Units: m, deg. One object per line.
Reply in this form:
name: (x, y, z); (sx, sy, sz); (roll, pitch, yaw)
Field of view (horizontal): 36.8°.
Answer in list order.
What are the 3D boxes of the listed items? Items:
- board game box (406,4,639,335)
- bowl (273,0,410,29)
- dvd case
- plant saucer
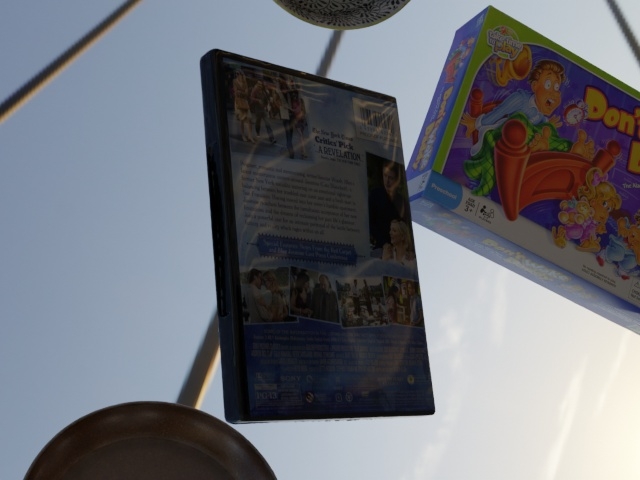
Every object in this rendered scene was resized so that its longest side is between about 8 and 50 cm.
board game box: (0.275, -0.068, 1.056); (0.078, 0.347, 0.233); (-26, 41, 67)
bowl: (0.005, -0.256, 0.816); (0.080, 0.170, 0.170); (-176, 101, -75)
dvd case: (0.000, 0.000, 0.680); (0.180, 0.022, 0.253); (7, -109, -40)
plant saucer: (-0.189, 0.327, 1.096); (0.310, 0.310, 0.050); (-47, -15, -46)
